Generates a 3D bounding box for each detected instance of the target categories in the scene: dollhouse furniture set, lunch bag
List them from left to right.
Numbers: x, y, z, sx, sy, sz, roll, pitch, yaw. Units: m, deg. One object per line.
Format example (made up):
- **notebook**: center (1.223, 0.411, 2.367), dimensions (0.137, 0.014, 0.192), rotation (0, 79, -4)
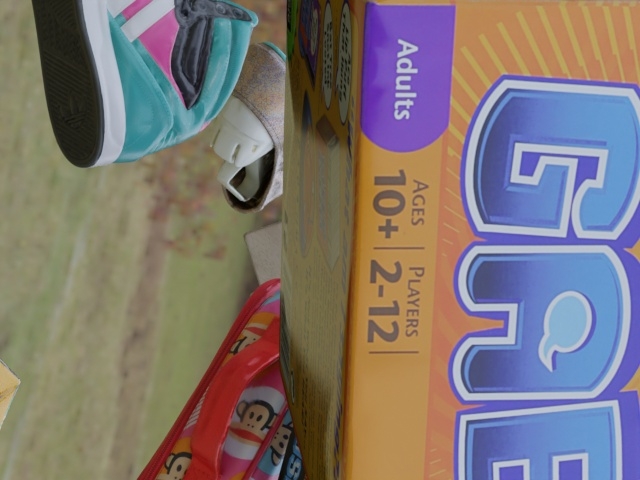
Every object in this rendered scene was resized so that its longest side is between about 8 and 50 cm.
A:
- **lunch bag**: center (-0.046, 0.189, 1.474), dimensions (0.293, 0.120, 0.258), rotation (-59, 148, -20)
- **dollhouse furniture set**: center (0.000, 0.000, 2.112), dimensions (0.301, 0.198, 0.151), rotation (-91, 163, -84)

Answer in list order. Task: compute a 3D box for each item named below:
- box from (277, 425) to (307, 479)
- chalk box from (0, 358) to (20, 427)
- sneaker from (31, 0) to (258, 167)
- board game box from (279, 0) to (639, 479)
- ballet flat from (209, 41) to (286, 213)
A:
- **box**: center (0.091, 0.233, 1.404), dimensions (0.073, 0.296, 0.293), rotation (5, -103, 53)
- **chalk box**: center (-0.487, 0.162, 1.708), dimensions (0.180, 0.289, 0.179), rotation (58, 41, -47)
- **sneaker**: center (-0.144, -0.214, 1.460), dimensions (0.178, 0.124, 0.295), rotation (-6, 92, -39)
- **board game box**: center (0.169, -0.012, 1.098), dimensions (0.356, 0.356, 0.356), rotation (-110, -159, -70)
- **ballet flat**: center (-0.079, -0.116, 2.034), dimensions (0.106, 0.107, 0.316), rotation (-42, 161, -18)
